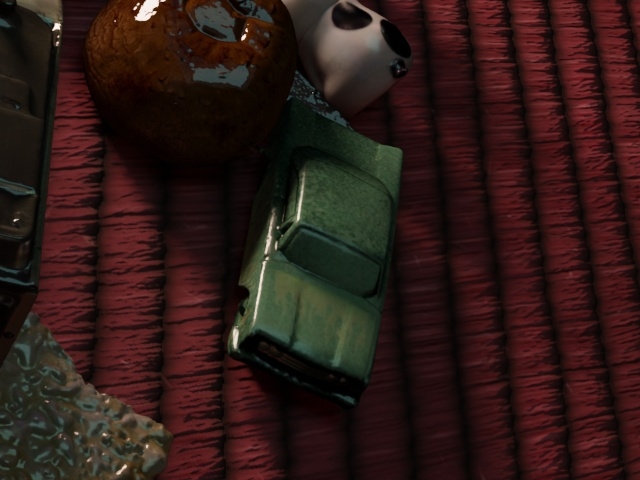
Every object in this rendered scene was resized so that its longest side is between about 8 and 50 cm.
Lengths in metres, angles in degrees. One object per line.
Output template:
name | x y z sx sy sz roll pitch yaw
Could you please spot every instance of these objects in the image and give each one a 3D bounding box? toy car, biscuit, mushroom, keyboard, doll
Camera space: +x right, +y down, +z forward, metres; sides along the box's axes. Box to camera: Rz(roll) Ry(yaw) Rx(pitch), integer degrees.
toy car | 0.000 0.000 1.710 0.141 0.097 0.321 26 43 -16
biscuit | -0.239 0.139 1.452 0.265 0.040 0.188 15 48 -25
mushroom | -0.117 -0.179 1.747 0.194 0.138 0.231 21 45 -21
keyboard | -0.045 -0.156 1.861 0.195 0.018 0.060 47 61 6
doll | 0.010 -0.210 1.898 0.180 0.107 0.110 43 57 8

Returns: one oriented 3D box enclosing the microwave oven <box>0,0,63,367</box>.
microwave oven | -0.403 -0.073 1.330 0.394 0.247 0.333 14 46 -19
